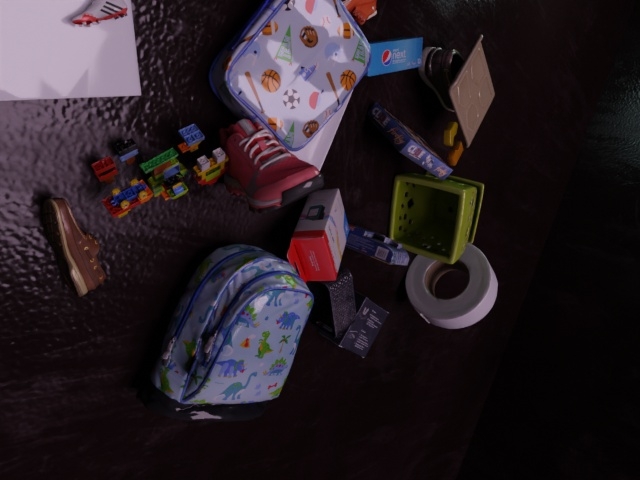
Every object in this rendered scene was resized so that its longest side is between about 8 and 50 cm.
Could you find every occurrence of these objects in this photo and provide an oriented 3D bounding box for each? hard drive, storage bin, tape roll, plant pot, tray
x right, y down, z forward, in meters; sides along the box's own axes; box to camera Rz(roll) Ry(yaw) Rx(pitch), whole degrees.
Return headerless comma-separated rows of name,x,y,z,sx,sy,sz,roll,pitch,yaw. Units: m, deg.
hard drive,-0.364,-0.357,0.601,0.210,0.040,0.319,-19,121,-41
storage bin,0.018,0.148,1.182,0.084,0.122,0.180,-31,128,-34
tape roll,0.429,0.144,1.499,0.286,0.286,0.100,-59,139,-9
plant pot,0.360,-0.087,1.369,0.207,0.227,0.228,-22,123,-46
tray,-0.015,-0.291,1.004,0.145,0.030,0.270,22,91,-42

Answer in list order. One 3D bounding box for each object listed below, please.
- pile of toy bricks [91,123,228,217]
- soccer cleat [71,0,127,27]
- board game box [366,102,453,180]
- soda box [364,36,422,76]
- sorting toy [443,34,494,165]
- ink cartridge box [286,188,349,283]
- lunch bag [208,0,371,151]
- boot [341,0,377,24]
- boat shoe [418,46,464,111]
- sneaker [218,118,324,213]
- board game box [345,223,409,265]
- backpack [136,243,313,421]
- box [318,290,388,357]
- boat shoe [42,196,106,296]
pile of toy bricks,-0.274,-0.110,0.777,0.212,0.118,0.105,-34,169,-25
soccer cleat,-0.308,-0.320,0.626,0.083,0.029,0.036,-38,123,-34
board game box,0.241,-0.258,1.202,0.042,0.165,0.243,-47,145,21
soda box,0.160,-0.449,1.099,0.210,0.067,0.071,-26,125,-38
sorting toy,0.393,-0.371,1.239,0.307,0.041,0.229,-59,140,-21
ink cartridge box,0.000,0.000,1.049,0.231,0.078,0.134,-72,153,-46
lunch bag,-0.053,-0.344,0.868,0.243,0.115,0.303,42,80,-35
boot,0.073,-0.508,0.990,0.158,0.059,0.085,-41,138,-28
boat shoe,0.404,-0.462,1.331,0.324,0.096,0.117,19,93,-49
sneaker,-0.111,-0.139,0.784,0.116,0.314,0.136,-28,117,-23
board game box,0.145,0.008,1.235,0.194,0.194,0.060,7,104,-63
backpack,-0.170,0.187,0.933,0.290,0.273,0.356,22,78,-43
box,0.100,0.241,1.336,0.156,0.093,0.158,39,80,-48
boat shoe,-0.393,0.006,0.728,0.060,0.064,0.178,-32,135,-40
